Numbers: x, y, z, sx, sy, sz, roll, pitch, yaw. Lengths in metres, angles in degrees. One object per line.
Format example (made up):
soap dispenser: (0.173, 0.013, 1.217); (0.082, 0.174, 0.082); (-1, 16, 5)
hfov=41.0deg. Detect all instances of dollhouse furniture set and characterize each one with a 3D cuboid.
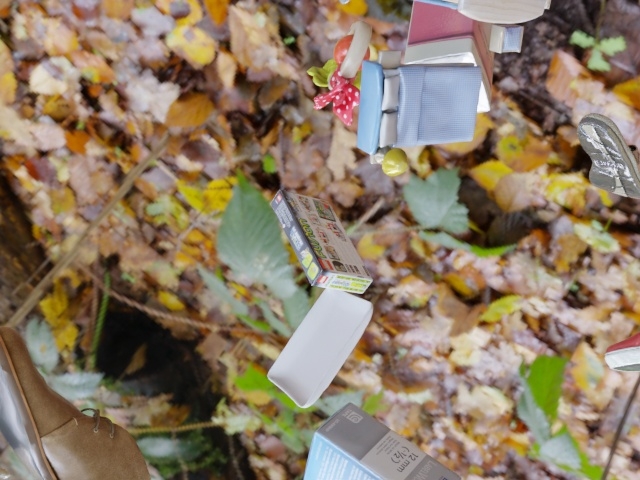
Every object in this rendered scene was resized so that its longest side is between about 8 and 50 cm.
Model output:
dollhouse furniture set: (0.232, -0.239, 1.270); (0.198, 0.286, 0.303); (40, 130, 56)

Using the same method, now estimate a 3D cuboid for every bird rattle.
bird rattle: (0.048, -0.379, 1.853); (0.143, 0.207, 0.253); (23, -163, -2)

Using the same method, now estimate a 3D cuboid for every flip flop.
flip flop: (0.565, -0.165, 1.637); (0.112, 0.080, 0.277); (20, 162, 41)

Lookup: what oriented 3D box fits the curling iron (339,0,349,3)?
curling iron: (-0.032, -0.391, 0.966); (0.068, 0.035, 0.274); (28, 149, 59)

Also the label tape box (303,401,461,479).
label tape box: (0.132, 0.475, 1.450); (0.347, 0.115, 0.249); (29, 128, 23)

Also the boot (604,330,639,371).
boot: (0.519, 0.090, 1.255); (0.088, 0.176, 0.244); (14, 149, -43)

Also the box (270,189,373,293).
box: (0.000, 0.000, 1.478); (0.114, 0.207, 0.036); (12, 126, -37)

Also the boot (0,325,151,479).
boot: (-0.278, 0.208, 0.933); (0.112, 0.115, 0.305); (17, 131, 52)

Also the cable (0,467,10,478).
cable: (-0.507, 0.236, 1.018); (0.287, 0.139, 0.072); (34, 117, -1)

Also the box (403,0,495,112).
box: (0.243, -0.358, 1.576); (0.127, 0.232, 0.148); (-6, 141, 23)

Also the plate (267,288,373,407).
plate: (0.005, 0.245, 1.990); (0.045, 0.278, 0.277); (37, 173, -21)
